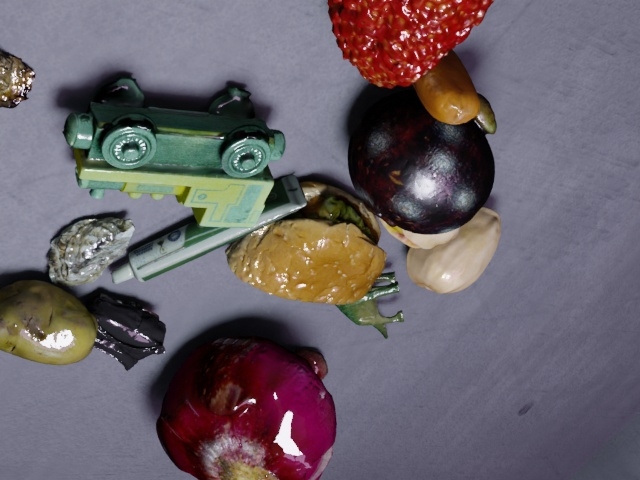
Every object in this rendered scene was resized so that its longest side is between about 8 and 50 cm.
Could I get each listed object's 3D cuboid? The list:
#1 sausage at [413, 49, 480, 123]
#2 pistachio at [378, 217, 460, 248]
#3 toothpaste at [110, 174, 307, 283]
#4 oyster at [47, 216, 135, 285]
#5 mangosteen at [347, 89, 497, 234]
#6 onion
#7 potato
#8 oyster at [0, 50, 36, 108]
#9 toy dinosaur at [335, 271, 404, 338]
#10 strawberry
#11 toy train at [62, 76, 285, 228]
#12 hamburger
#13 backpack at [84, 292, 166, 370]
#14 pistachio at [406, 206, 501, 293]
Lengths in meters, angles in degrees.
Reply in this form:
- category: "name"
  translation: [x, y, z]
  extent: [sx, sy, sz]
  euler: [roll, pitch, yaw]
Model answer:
- category: "sausage"
  translation: [0.191, -0.278, 1.510]
  extent: [0.098, 0.238, 0.098]
  euler: [-14, 140, -12]
- category: "pistachio"
  translation: [0.199, -0.060, 1.852]
  extent: [0.200, 0.117, 0.145]
  euler: [21, 82, -34]
- category: "toothpaste"
  translation: [-0.210, -0.012, 1.689]
  extent: [0.392, 0.099, 0.061]
  euler: [-25, 134, 1]
- category: "oyster"
  translation: [-0.412, 0.021, 1.626]
  extent: [0.125, 0.064, 0.177]
  euler: [6, 132, -39]
- category: "mangosteen"
  translation: [0.188, -0.153, 1.627]
  extent: [0.288, 0.288, 0.288]
  euler: [-16, 139, -14]
- category: "onion"
  translation: [-0.121, 0.343, 1.980]
  extent: [0.420, 0.398, 0.398]
  euler: [-52, 162, -45]
- category: "potato"
  translation: [-0.499, 0.150, 1.625]
  extent: [0.200, 0.154, 0.137]
  euler: [17, 125, -20]
- category: "oyster"
  translation: [-0.498, -0.238, 1.312]
  extent: [0.105, 0.056, 0.177]
  euler: [-32, 145, 16]
- category: "toy dinosaur"
  translation: [0.026, 0.141, 1.993]
  extent: [0.301, 0.087, 0.447]
  euler: [-13, 143, 0]
- category: "strawberry"
  translation: [0.132, -0.404, 1.368]
  extent: [0.292, 0.292, 0.343]
  euler: [-14, 162, -17]
- category: "toy train"
  translation: [-0.246, -0.134, 1.499]
  extent: [0.369, 0.150, 0.237]
  euler: [2, 137, -29]
- category: "hamburger"
  translation: [0.000, -0.003, 1.755]
  extent: [0.330, 0.162, 0.209]
  euler: [6, 131, -28]
- category: "backpack"
  translation: [-0.386, 0.167, 1.761]
  extent: [0.120, 0.106, 0.165]
  euler: [-25, 128, 31]
- category: "pistachio"
  translation: [0.290, 0.018, 1.965]
  extent: [0.229, 0.157, 0.157]
  euler: [-43, 140, -2]
